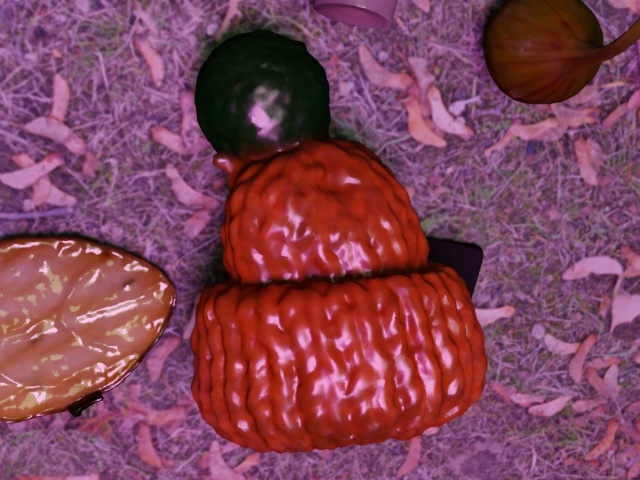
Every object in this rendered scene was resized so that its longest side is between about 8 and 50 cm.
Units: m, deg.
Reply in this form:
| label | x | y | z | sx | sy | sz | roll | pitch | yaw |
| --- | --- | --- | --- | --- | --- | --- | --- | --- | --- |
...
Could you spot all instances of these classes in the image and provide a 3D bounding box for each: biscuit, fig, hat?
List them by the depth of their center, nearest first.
| label | x | y | z | sx | sy | sz | roll | pitch | yaw |
| --- | --- | --- | --- | --- | --- | --- | --- | --- | --- |
| fig | 0.255 | -0.193 | 0.818 | 0.124 | 0.236 | 0.124 | -4 | 100 | -21 |
| hat | 0.000 | 0.000 | 0.843 | 0.285 | 0.285 | 0.400 | -5 | 81 | -13 |
| biscuit | -0.279 | 0.087 | 0.870 | 0.260 | 0.041 | 0.203 | -16 | 105 | -10 |

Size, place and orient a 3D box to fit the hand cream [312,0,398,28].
| label | x | y | z | sx | sy | sz | roll | pitch | yaw |
| --- | --- | --- | --- | --- | --- | --- | --- | --- | --- |
| hand cream | 0.054 | -0.341 | 0.819 | 0.133 | 0.083 | 0.248 | 14 | 91 | -18 |

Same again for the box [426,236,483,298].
| label | x | y | z | sx | sy | sz | roll | pitch | yaw |
| --- | --- | --- | --- | --- | --- | --- | --- | --- | --- |
| box | 0.118 | 0.055 | 0.967 | 0.126 | 0.027 | 0.125 | 9 | 106 | -17 |
